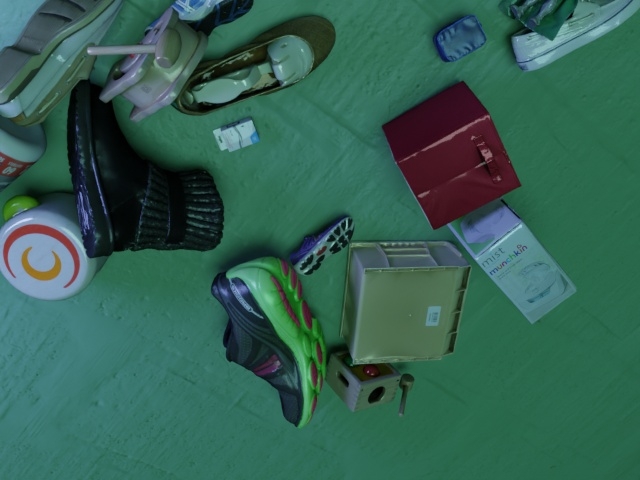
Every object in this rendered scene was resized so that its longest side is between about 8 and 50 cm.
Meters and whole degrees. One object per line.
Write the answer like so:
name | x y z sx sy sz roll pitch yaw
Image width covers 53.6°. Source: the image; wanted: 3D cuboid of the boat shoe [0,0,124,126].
boat shoe | -0.443 -0.326 1.083 0.302 0.113 0.103 -50 151 -15

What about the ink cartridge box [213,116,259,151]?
ink cartridge box | -0.169 -0.210 1.271 0.083 0.028 0.048 -20 119 0

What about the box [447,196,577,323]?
box | 0.391 0.008 1.363 0.126 0.262 0.231 -41 118 12

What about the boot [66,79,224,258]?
boot | -0.334 -0.137 1.210 0.260 0.131 0.348 -9 89 -32

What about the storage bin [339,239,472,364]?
storage bin | 0.193 0.143 1.476 0.260 0.123 0.262 -1 117 -11

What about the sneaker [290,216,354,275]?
sneaker | 0.000 0.000 1.398 0.170 0.071 0.068 -39 138 -7

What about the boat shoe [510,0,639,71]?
boat shoe | 0.502 -0.439 1.250 0.267 0.096 0.088 -28 116 11

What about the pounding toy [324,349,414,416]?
pounding toy | 0.149 0.336 1.532 0.206 0.181 0.094 -6 121 -34

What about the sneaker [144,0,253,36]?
sneaker | -0.223 -0.415 1.137 0.211 0.080 0.081 -21 80 11

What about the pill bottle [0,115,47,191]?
pill bottle | -0.686 -0.124 1.112 0.363 0.210 0.210 -37 118 10

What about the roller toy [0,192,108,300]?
roller toy | -0.520 0.011 1.251 0.191 0.146 0.209 14 113 -5

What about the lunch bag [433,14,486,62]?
lunch bag | 0.274 -0.397 1.240 0.098 0.065 0.067 -28 104 5

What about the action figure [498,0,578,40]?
action figure | 0.468 -0.507 1.203 0.232 0.137 0.063 -48 159 5

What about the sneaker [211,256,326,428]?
sneaker | -0.112 0.236 1.462 0.202 0.185 0.483 -4 122 20

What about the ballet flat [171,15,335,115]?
ballet flat | -0.122 -0.313 1.172 0.342 0.124 0.116 -20 120 -1

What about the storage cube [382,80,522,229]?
storage cube | 0.258 -0.172 1.276 0.193 0.215 0.184 -28 120 12

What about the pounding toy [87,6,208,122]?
pounding toy | -0.299 -0.322 1.066 0.155 0.269 0.154 34 62 -33
